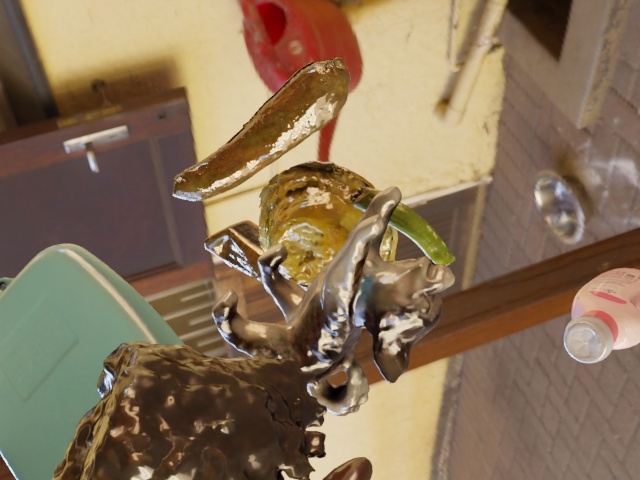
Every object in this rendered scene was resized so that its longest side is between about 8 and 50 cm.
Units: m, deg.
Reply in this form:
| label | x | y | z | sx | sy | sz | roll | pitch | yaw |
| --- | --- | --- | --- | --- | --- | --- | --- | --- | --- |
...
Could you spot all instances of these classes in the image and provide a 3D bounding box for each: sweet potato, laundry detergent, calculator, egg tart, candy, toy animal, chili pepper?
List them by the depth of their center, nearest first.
| label | x | y | z | sx | sy | sz | roll | pitch | yaw |
| --- | --- | --- | --- | --- | --- | --- | --- | --- | --- |
| calculator | -0.258 | 0.181 | 0.903 | 0.386 | 0.256 | 0.054 | 47 | -168 | 20 |
| sweet potato | -0.071 | -0.131 | 1.023 | 0.075 | 0.273 | 0.075 | 51 | -170 | -12 |
| toy animal | 0.058 | 0.118 | 1.247 | 0.302 | 0.344 | 0.194 | 56 | -150 | -15 |
| chili pepper | 0.140 | -0.027 | 1.340 | 0.202 | 0.052 | 0.050 | 38 | 168 | 2 |
| laundry detergent | 0.534 | 0.135 | 1.473 | 0.159 | 0.335 | 0.087 | 20 | 114 | 30 |
| egg tart | 0.000 | 0.000 | 1.494 | 0.116 | 0.295 | 0.294 | -48 | -50 | -56 |
| candy | -0.126 | 0.036 | 1.827 | 0.271 | 0.143 | 0.101 | 28 | 130 | 37 |

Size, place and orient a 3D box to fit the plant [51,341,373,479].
| label | x | y | z | sx | sy | sz | roll | pitch | yaw |
| --- | --- | --- | --- | --- | --- | --- | --- | --- | --- |
| plant | -0.075 | 0.180 | 0.596 | 0.204 | 0.234 | 0.178 | -121 | 53 | -71 |
